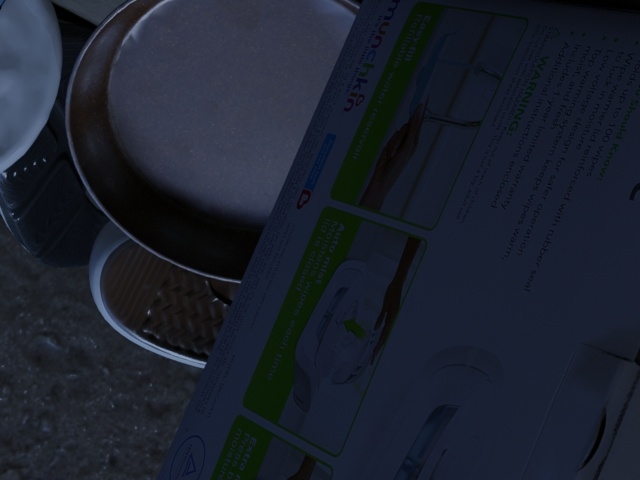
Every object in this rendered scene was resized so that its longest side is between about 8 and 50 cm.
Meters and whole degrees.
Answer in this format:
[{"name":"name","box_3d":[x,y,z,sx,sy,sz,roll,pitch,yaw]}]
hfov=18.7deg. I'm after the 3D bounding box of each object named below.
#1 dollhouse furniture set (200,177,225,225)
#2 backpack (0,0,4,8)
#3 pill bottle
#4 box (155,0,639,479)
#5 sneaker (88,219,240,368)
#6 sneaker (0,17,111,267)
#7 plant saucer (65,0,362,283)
[{"name":"dollhouse furniture set","box_3d":[-0.002,-0.042,0.961,0.081,0.114,0.091,5,142,30]},{"name":"backpack","box_3d":[-0.178,-0.133,0.748,0.158,0.117,0.173,25,175,-23]},{"name":"pill bottle","box_3d":[-0.292,-0.130,1.285,0.169,0.169,0.301,26,178,-27]},{"name":"box","box_3d":[0.068,0.056,0.667,0.126,0.262,0.231,25,177,-33]},{"name":"sneaker","box_3d":[0.000,0.000,1.069,0.290,0.106,0.123,-3,-153,-26]},{"name":"sneaker","box_3d":[-0.255,-0.101,1.627,0.257,0.169,0.447,36,171,21]},{"name":"plant saucer","box_3d":[-0.029,-0.054,0.873,0.168,0.168,0.029,25,-146,-13]}]
